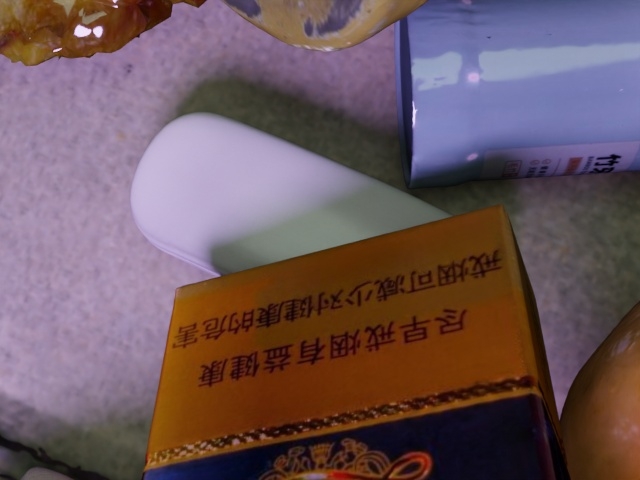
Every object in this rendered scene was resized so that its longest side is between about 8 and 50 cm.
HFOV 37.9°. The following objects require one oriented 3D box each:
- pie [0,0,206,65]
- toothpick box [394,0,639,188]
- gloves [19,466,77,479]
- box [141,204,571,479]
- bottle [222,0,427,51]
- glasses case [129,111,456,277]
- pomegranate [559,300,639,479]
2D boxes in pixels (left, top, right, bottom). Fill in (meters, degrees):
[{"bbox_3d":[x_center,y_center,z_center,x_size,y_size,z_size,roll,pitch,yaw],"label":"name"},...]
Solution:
[{"bbox_3d":[-0.143,-0.263,0.478,0.288,0.103,0.355,-9,87,-1],"label":"pie"},{"bbox_3d":[0.114,-0.078,0.441,0.153,0.101,0.101,-3,80,2],"label":"toothpick box"},{"bbox_3d":[-0.088,0.170,0.402,0.212,0.111,0.128,4,82,-4],"label":"gloves"},{"bbox_3d":[0.012,0.105,0.325,0.152,0.070,0.237,-15,44,15],"label":"box"},{"bbox_3d":[0.095,-0.231,0.406,0.351,0.171,0.171,-35,80,-27],"label":"bottle"},{"bbox_3d":[0.000,0.000,0.455,0.193,0.049,0.074,24,82,4],"label":"glasses case"},{"bbox_3d":[0.193,0.102,0.357,0.209,0.209,0.209,0,80,1],"label":"pomegranate"}]
